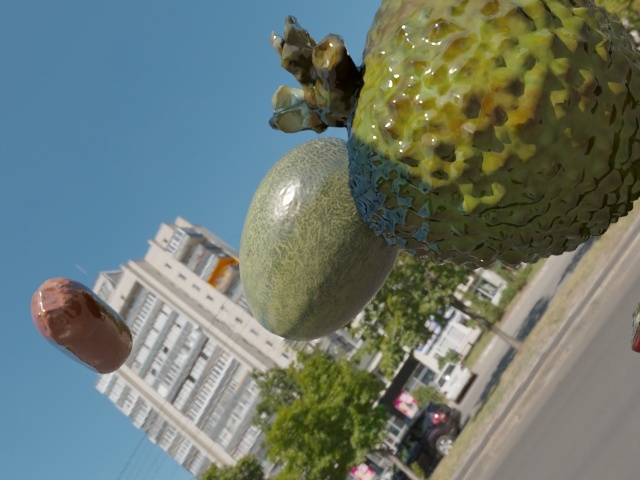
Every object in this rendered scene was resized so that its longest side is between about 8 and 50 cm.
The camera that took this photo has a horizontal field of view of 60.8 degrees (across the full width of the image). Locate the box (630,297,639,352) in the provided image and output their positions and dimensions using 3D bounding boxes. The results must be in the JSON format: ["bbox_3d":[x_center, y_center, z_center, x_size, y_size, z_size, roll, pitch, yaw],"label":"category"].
[{"bbox_3d":[0.442,-0.007,0.500,0.089,0.197,0.313,-40,-40,-50],"label":"box"}]

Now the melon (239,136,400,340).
[{"bbox_3d":[0.000,0.000,0.852,0.248,0.248,0.329,-5,-62,-67],"label":"melon"}]

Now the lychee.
[{"bbox_3d":[0.127,-0.104,0.477,0.319,0.270,0.270,3,-54,-25],"label":"lychee"}]

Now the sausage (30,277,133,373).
[{"bbox_3d":[-0.270,0.102,0.629,0.077,0.077,0.194,-49,-18,-22],"label":"sausage"}]
